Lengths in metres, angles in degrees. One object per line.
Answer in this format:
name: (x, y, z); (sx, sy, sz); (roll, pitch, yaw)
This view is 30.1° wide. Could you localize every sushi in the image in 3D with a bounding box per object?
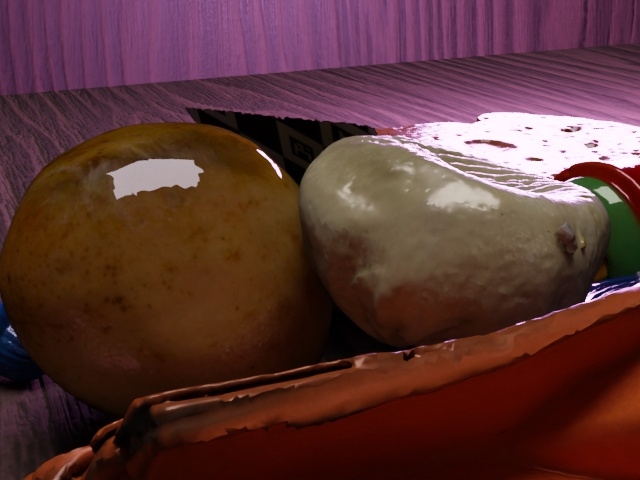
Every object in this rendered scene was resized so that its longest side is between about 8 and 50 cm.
sushi: (0.000, 0.000, 1.183); (0.292, 0.294, 0.059); (14, 55, 48)

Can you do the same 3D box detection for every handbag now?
handbag: (-0.001, 0.129, 0.627); (0.303, 0.116, 0.410); (-7, -12, -23)

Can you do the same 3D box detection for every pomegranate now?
pomegranate: (-0.133, 0.029, 1.015); (0.307, 0.307, 0.307); (-2, 16, 1)

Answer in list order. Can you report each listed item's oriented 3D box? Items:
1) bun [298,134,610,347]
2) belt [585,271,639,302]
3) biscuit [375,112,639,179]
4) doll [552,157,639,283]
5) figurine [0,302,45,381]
bun: (0.096, 0.011, 0.922); (0.259, 0.160, 0.259); (17, 11, -3)
belt: (0.281, 0.126, 0.888); (0.212, 0.117, 0.347); (-3, 16, 8)
biscuit: (0.224, -0.091, 1.447); (0.455, 0.078, 0.350); (-11, 15, -34)
doll: (0.304, 0.004, 1.202); (0.363, 0.182, 0.160); (-11, -20, -42)
figurine: (-0.309, 0.104, 1.162); (0.077, 0.079, 0.136); (-19, 0, -37)
